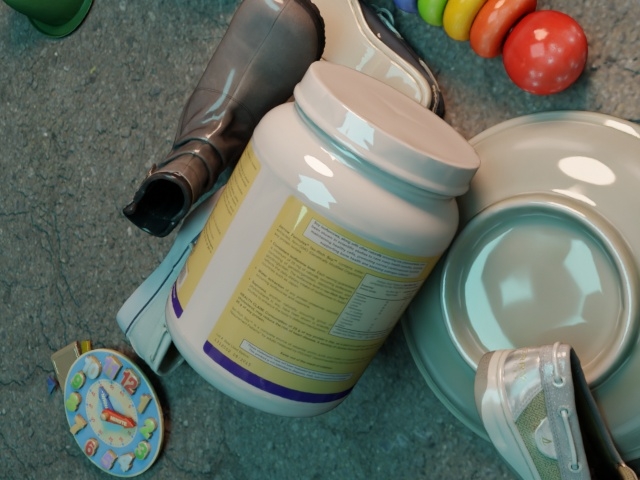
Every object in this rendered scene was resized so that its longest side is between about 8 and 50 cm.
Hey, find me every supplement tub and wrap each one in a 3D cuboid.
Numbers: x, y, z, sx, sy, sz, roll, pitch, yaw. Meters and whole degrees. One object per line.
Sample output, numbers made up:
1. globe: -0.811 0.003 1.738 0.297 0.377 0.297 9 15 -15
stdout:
1. supplement tub: 0.000 0.000 0.954 0.241 0.241 0.331 42 114 23

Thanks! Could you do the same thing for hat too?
1. hat: -0.471 -0.399 1.323 0.173 0.183 0.208 44 115 22

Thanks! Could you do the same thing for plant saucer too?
1. plant saucer: 0.244 0.058 0.947 0.400 0.100 0.401 3 95 33

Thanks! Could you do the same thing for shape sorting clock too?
1. shape sorting clock: -0.325 0.269 1.354 0.206 0.040 0.206 4 98 29

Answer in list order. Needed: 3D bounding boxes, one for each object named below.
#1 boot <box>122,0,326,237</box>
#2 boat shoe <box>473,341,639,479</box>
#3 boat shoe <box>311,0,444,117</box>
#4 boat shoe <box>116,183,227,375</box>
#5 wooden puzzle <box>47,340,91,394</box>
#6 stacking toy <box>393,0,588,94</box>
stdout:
1. boot: -0.119 -0.136 1.038 0.118 0.223 0.338 32 145 -3
2. boat shoe: 0.269 0.232 0.870 0.103 0.118 0.320 -21 111 37
3. boat shoe: 0.055 -0.237 1.060 0.254 0.079 0.095 45 113 19
4. boat shoe: -0.140 0.068 1.173 0.367 0.135 0.156 -46 69 29
5. wooden puzzle: -0.408 0.208 1.427 0.116 0.014 0.079 -20 78 32
6. stacking toy: 0.153 -0.278 0.969 0.330 0.141 0.141 45 115 17
